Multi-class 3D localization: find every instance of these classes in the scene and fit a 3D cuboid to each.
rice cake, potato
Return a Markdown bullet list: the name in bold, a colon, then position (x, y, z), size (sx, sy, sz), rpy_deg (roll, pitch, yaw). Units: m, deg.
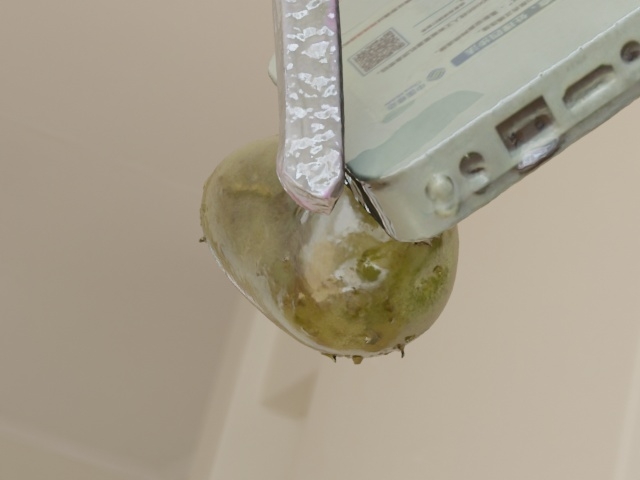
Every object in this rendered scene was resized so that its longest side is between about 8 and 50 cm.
- **rice cake**: position (-0.015, -0.211, 1.455), size (0.064, 0.399, 0.070), rpy_deg (-3, -22, 1)
- **potato**: position (0.004, -0.019, 1.974), size (0.359, 0.270, 0.219), rpy_deg (33, 9, 40)

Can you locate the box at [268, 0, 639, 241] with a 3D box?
- **box**: position (0.166, -0.192, 1.551), size (0.111, 0.396, 0.396), rpy_deg (55, 0, -28)
